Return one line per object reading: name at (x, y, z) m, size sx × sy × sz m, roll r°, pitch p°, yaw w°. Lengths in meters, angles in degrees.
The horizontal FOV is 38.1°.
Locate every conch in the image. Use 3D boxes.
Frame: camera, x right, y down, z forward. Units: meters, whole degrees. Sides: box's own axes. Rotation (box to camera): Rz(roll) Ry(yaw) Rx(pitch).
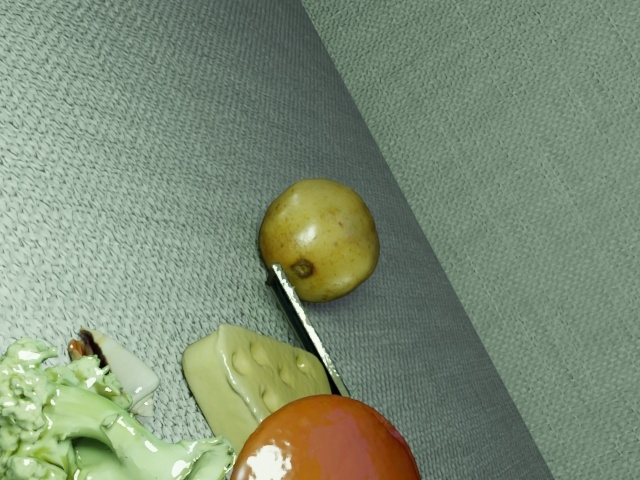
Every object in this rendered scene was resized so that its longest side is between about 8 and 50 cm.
conch at (-0.307, 0.195, 1.371) m, size 0.104 × 0.094 × 0.176 m, roll -30°, pitch 82°, yaw -31°

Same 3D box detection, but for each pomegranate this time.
pomegranate at (-0.007, 0.001, 2.136) m, size 0.307 × 0.307 × 0.307 m, roll 48°, pitch 22°, yaw -26°

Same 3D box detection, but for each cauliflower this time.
cauliflower at (-0.284, 0.268, 1.066) m, size 0.260 × 0.281 × 0.327 m, roll -36°, pitch 113°, yaw -39°

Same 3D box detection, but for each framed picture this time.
framed picture at (-0.029, 0.201, 1.969) m, size 0.315 × 0.024 × 0.232 m, roll 62°, pitch -10°, yaw 8°

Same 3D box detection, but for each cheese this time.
cheese at (-0.109, 0.294, 1.676) m, size 0.384 × 0.104 × 0.384 m, roll 50°, pitch 21°, yaw -27°

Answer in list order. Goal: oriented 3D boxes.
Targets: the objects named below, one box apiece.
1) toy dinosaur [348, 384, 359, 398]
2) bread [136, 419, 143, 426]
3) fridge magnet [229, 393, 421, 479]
toy dinosaur at (0.060, 0.396, 1.952) m, size 0.039 × 0.082 × 0.209 m, roll 35°, pitch 48°, yaw -34°
bread at (-0.296, 0.295, 1.311) m, size 0.052 × 0.044 × 0.157 m, roll 62°, pitch 20°, yaw 2°
fridge magnet at (0.009, 0.429, 1.479) m, size 0.363 × 0.155 × 0.363 m, roll 7°, pitch 76°, yaw -29°
